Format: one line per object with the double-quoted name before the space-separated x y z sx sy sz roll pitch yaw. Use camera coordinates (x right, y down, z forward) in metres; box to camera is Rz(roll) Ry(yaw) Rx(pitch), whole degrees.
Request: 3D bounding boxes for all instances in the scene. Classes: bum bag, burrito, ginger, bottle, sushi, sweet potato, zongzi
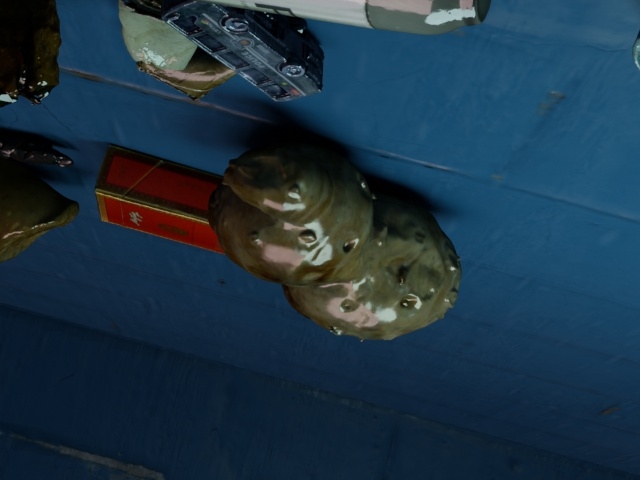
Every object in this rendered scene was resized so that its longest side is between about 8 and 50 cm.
"bum bag" -0.379 -0.117 1.518 0.124 0.034 0.058 11 174 18
"burrito" -0.136 -0.180 1.002 0.074 0.044 0.118 9 165 -12
"ginger" 0.000 0.000 1.299 0.256 0.176 0.375 12 165 32
"bottle" -0.011 -0.189 0.783 0.253 0.079 0.096 11 -157 18
"sushi" -0.342 -0.179 1.026 0.287 0.140 0.149 6 170 29
"sweet potato" -0.518 -0.068 1.653 0.369 0.158 0.158 21 166 6
"zongzi" -0.118 -0.161 1.068 0.076 0.040 0.083 24 160 -33

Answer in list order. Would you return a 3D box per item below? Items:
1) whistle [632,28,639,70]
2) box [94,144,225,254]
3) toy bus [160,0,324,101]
"whistle" 0.309 -0.093 0.787 0.186 0.093 0.274 7 160 31
"box" -0.164 -0.041 1.524 0.239 0.074 0.153 15 170 -4
"toy bus" -0.059 -0.165 0.946 0.065 0.047 0.166 -11 154 32
